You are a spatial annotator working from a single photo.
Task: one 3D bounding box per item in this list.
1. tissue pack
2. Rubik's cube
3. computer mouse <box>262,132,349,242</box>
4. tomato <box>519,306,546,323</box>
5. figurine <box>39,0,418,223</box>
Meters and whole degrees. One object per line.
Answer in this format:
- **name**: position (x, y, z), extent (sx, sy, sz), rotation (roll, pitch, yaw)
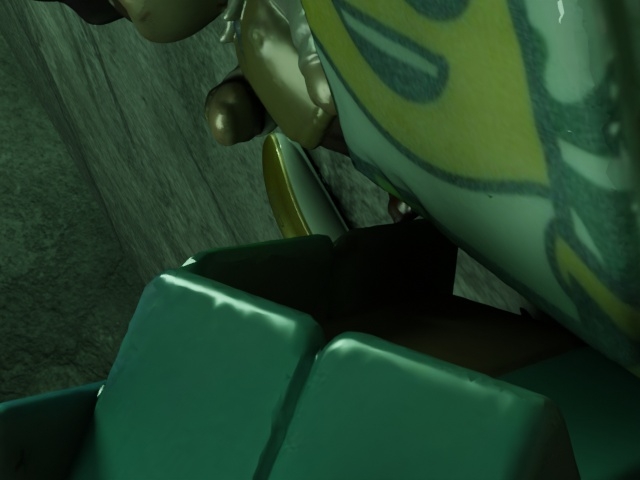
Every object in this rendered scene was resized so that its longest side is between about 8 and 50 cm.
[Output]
- **tissue pack**: position (0.064, -0.136, 0.461), extent (0.228, 0.128, 0.311), rotation (41, 156, 53)
- **Rubik's cube**: position (0.004, 0.174, 0.559), extent (0.358, 0.387, 0.368), rotation (16, 140, 39)
- **computer mouse**: position (-0.002, 0.001, 1.125), extent (0.199, 0.045, 0.102), rotation (61, 168, -1)
- **tomato**: position (0.106, 0.122, 0.787), extent (0.167, 0.167, 0.167), rotation (54, 164, 23)
- **figurine**: position (-0.072, -0.150, 0.751), extent (0.365, 0.206, 0.218), rotation (57, 180, 5)
